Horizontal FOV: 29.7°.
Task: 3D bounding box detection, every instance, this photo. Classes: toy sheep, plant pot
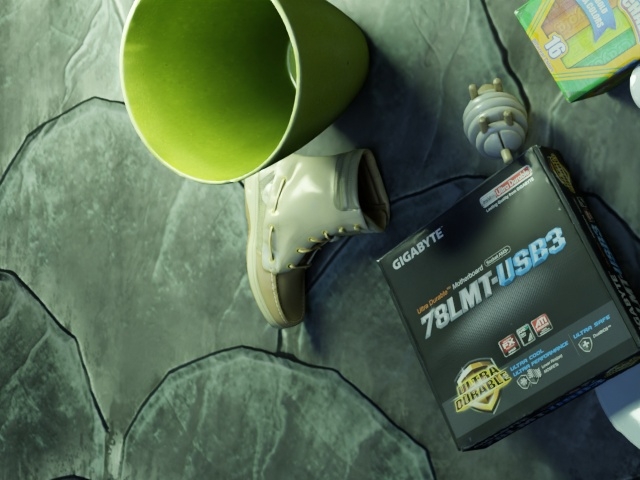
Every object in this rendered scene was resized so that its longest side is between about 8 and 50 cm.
[{"bbox_3d":[0.224,-0.149,1.540,0.091,0.091,0.132,-34,43,33],"label":"toy sheep"},{"bbox_3d":[-0.064,-0.232,1.586,0.274,0.293,0.275,8,106,31],"label":"plant pot"}]

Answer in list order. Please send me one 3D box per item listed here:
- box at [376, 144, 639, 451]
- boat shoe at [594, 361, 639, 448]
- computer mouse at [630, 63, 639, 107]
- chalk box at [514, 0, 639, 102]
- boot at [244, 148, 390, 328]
[{"bbox_3d":[0.244,0.078,1.554,0.295,0.073,0.293,-36,66,32],"label":"box"},{"bbox_3d":[0.480,0.234,1.443,0.136,0.156,0.367,-55,40,8],"label":"boat shoe"},{"bbox_3d":[0.446,-0.189,1.365,0.193,0.042,0.106,-16,93,-9],"label":"computer mouse"},{"bbox_3d":[0.363,-0.274,1.406,0.213,0.132,0.132,-35,82,33],"label":"chalk box"},{"bbox_3d":[0.000,0.000,1.721,0.203,0.095,0.262,-1,96,31],"label":"boot"}]
